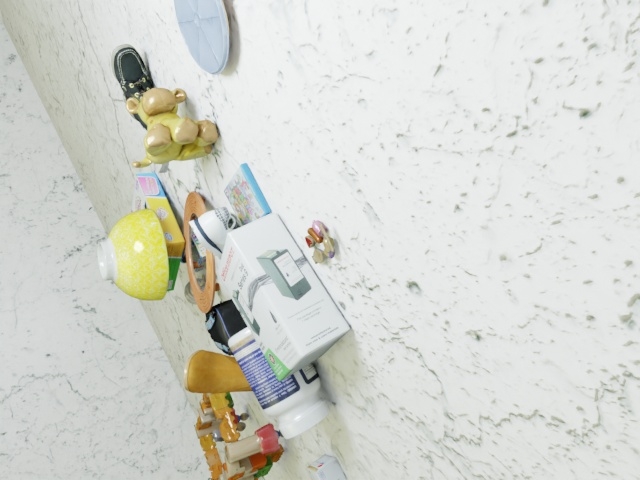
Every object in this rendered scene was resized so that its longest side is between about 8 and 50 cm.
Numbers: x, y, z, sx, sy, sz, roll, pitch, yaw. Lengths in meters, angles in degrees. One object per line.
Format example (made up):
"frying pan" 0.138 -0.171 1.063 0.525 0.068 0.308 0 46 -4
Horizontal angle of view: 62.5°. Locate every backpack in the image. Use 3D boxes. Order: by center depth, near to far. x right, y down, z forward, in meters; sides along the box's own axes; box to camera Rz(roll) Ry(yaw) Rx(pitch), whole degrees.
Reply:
"backpack" -0.256 0.246 1.503 0.158 0.116 0.173 64 152 -1

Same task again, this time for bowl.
"bowl" -0.579 0.051 1.592 0.289 0.156 0.290 17 110 54

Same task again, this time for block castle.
"block castle" -0.270 0.647 1.778 0.303 0.212 0.453 62 148 31

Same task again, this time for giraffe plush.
"giraffe plush" -0.349 -0.269 1.194 0.210 0.181 0.171 -24 80 46

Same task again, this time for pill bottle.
"pill bottle" -0.093 0.314 1.240 0.265 0.153 0.153 60 152 8

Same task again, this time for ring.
"ring" -0.329 0.032 1.460 0.336 0.032 0.337 173 90 -65

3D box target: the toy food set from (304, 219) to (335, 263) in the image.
"toy food set" 0.000 0.000 0.965 0.078 0.019 0.122 65 160 0

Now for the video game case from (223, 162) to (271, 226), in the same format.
"video game case" -0.167 -0.089 1.179 0.119 0.015 0.166 63 152 3

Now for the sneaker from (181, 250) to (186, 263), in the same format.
"sneaker" -0.505 0.041 1.810 0.162 0.073 0.063 32 139 45

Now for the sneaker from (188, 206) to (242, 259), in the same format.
"sneaker" -0.220 -0.012 1.242 0.090 0.094 0.235 53 178 14

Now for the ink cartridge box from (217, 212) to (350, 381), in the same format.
"ink cartridge box" -0.091 0.121 1.108 0.289 0.121 0.211 57 151 15

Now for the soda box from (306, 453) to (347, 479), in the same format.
"soda box" 0.048 0.685 1.400 0.216 0.069 0.074 64 152 2

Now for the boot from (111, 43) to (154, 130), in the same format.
"boot" -0.446 -0.366 1.360 0.178 0.085 0.236 47 154 26

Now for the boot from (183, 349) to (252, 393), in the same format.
"boot" -0.200 0.338 1.335 0.295 0.211 0.104 49 -135 -74

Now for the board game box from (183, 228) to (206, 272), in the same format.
"board game box" -0.395 0.029 1.660 0.103 0.026 0.154 59 152 8

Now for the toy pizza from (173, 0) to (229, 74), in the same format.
"toy pizza" -0.214 -0.410 0.973 0.201 0.032 0.201 39 142 39

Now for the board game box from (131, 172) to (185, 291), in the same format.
"board game box" -0.537 -0.027 1.711 0.317 0.064 0.242 59 140 31

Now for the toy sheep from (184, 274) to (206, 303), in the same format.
"toy sheep" -0.403 0.162 1.728 0.091 0.091 0.132 56 146 15
